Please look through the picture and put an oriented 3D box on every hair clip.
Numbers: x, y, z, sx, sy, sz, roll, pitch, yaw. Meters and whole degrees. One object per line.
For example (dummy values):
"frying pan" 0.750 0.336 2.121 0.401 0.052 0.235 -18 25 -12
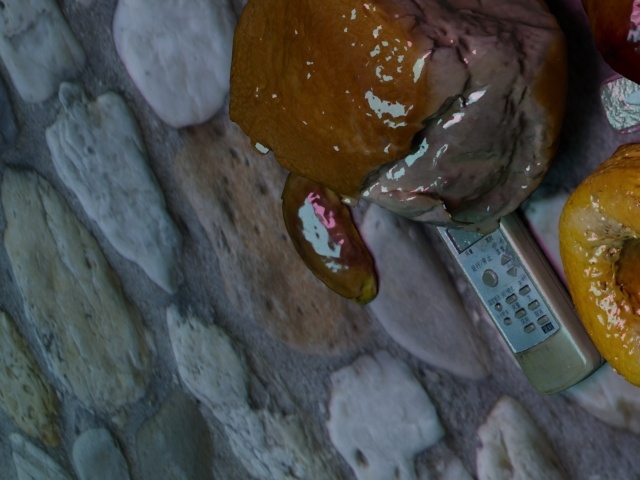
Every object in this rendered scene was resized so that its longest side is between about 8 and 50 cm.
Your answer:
"hair clip" 0.293 -0.127 1.390 0.137 0.022 0.054 -17 98 54

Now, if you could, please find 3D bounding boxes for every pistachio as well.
"pistachio" 0.000 0.000 1.809 0.089 0.049 0.173 -25 91 55

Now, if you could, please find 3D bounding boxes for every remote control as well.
"remote control" 0.190 0.041 1.610 0.233 0.038 0.098 59 143 7

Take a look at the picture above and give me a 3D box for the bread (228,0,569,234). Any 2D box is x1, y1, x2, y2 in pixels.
"bread" 0.077 -0.144 1.471 0.279 0.225 0.250 50 137 33

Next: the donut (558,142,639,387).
"donut" 0.308 0.027 1.403 0.253 0.118 0.253 49 155 34

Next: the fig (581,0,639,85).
"fig" 0.302 -0.221 1.192 0.190 0.191 0.290 46 142 22
